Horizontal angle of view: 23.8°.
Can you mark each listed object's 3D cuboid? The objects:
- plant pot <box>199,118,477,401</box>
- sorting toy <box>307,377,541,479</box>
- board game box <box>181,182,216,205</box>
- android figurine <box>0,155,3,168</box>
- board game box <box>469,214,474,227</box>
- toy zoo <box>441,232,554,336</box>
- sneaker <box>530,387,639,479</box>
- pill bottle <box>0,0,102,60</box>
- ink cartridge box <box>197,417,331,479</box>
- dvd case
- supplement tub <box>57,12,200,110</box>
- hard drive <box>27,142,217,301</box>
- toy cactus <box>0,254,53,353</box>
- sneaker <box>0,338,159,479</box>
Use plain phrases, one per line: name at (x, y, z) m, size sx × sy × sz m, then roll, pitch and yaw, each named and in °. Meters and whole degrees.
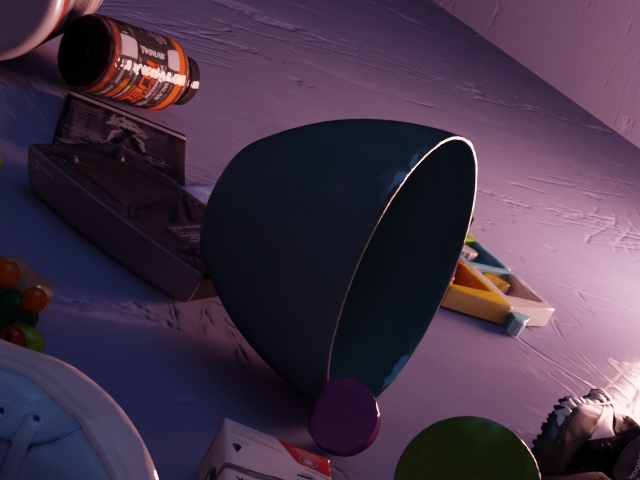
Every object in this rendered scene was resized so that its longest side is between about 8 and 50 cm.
plant pot at (0.000, 0.000, 1.476) m, size 0.195 × 0.290 × 0.290 m, roll 24°, pitch 16°, yaw 22°
sorting toy at (0.152, 0.240, 1.343) m, size 0.365 × 0.127 × 0.126 m, roll 29°, pitch -12°, yaw 15°
board game box at (-0.069, -0.014, 1.791) m, size 0.160 × 0.039 × 0.211 m, roll 34°, pitch 20°, yaw 19°
android figurine at (-0.449, -0.109, 1.499) m, size 0.273 × 0.056 × 0.248 m, roll 21°, pitch 18°, yaw -10°
board game box at (0.136, -0.080, 2.284) m, size 0.186 × 0.026 × 0.126 m, roll 23°, pitch 18°, yaw -12°
toy zoo at (0.182, 0.037, 2.014) m, size 0.192 × 0.030 × 0.293 m, roll 13°, pitch 22°, yaw -37°
sneaker at (0.294, 0.214, 1.597) m, size 0.106 × 0.078 × 0.234 m, roll 31°, pitch 16°, yaw 22°
pill bottle at (-0.398, -0.369, 2.041) m, size 0.210 × 0.210 × 0.363 m, roll 27°, pitch 18°, yaw 0°
ink cartridge box at (-0.042, 0.207, 1.178) m, size 0.099 × 0.056 × 0.135 m, roll 23°, pitch 17°, yaw -13°
dvd case at (-0.245, -0.120, 1.873) m, size 0.164 × 0.018 × 0.221 m, roll 21°, pitch 19°, yaw -13°
supplement tub at (-0.248, -0.233, 2.030) m, size 0.106 × 0.106 × 0.198 m, roll 39°, pitch 17°, yaw 33°
hard drive at (-0.184, -0.021, 1.620) m, size 0.255 × 0.054 × 0.172 m, roll 36°, pitch 19°, yaw 22°
toy cactus at (-0.288, 0.038, 1.279) m, size 0.219 × 0.112 × 0.180 m, roll 33°, pitch 0°, yaw 26°
sneaker at (-0.274, 0.122, 1.003) m, size 0.366 × 0.135 × 0.150 m, roll 26°, pitch 23°, yaw 29°
